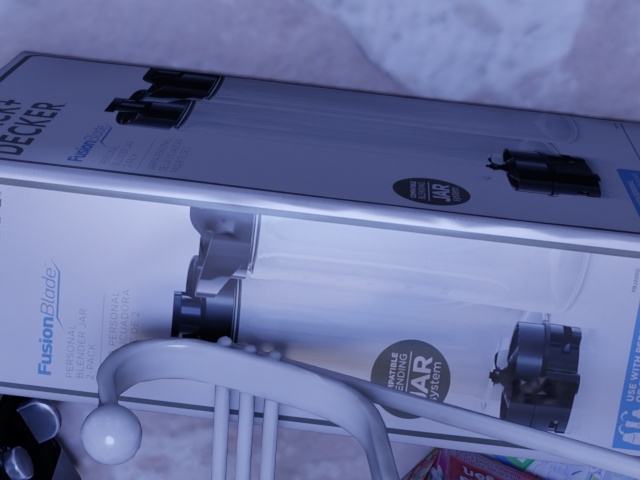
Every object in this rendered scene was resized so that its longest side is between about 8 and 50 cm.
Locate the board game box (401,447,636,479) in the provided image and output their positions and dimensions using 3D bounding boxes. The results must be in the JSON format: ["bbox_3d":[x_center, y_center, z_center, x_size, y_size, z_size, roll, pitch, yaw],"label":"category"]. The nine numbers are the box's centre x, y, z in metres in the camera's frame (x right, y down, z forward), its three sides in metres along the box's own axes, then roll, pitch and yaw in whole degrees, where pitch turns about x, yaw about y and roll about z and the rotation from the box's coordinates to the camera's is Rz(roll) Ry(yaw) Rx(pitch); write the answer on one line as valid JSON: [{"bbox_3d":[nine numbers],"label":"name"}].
[{"bbox_3d":[0.109,0.118,0.650,0.103,0.026,0.154,41,108,-10],"label":"board game box"}]

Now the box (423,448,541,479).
[{"bbox_3d":[0.141,0.211,0.600,0.256,0.123,0.128,24,110,-5],"label":"box"}]

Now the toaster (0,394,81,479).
[{"bbox_3d":[-0.220,0.096,0.620,0.185,0.110,0.168,-26,106,12],"label":"toaster"}]

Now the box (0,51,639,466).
[{"bbox_3d":[0.000,0.000,0.540,0.289,0.169,0.087,7,110,2],"label":"box"}]

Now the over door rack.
[{"bbox_3d":[0.079,0.169,0.446,0.324,0.108,0.240,8,119,8],"label":"over door rack"}]
